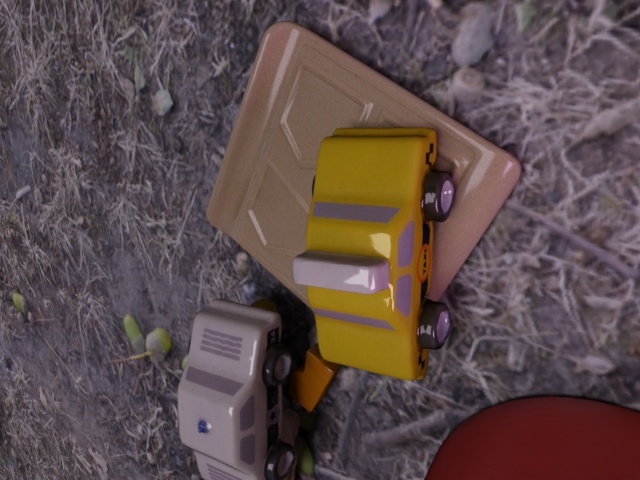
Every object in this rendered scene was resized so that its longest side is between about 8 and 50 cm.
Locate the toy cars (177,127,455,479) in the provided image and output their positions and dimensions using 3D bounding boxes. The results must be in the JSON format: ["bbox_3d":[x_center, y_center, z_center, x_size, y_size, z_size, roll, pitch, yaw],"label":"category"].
[{"bbox_3d":[-0.029,0.085,0.419,0.176,0.087,0.393,48,121,16],"label":"toy cars"}]

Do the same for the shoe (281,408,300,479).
[{"bbox_3d":[-0.063,0.276,0.590,0.076,0.058,0.219,22,121,9],"label":"shoe"}]

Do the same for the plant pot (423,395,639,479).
[{"bbox_3d":[0.140,0.270,0.308,0.275,0.243,0.275,12,111,34],"label":"plant pot"}]

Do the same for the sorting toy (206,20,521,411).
[{"bbox_3d":[0.000,0.000,0.470,0.229,0.041,0.307,37,123,18],"label":"sorting toy"}]
